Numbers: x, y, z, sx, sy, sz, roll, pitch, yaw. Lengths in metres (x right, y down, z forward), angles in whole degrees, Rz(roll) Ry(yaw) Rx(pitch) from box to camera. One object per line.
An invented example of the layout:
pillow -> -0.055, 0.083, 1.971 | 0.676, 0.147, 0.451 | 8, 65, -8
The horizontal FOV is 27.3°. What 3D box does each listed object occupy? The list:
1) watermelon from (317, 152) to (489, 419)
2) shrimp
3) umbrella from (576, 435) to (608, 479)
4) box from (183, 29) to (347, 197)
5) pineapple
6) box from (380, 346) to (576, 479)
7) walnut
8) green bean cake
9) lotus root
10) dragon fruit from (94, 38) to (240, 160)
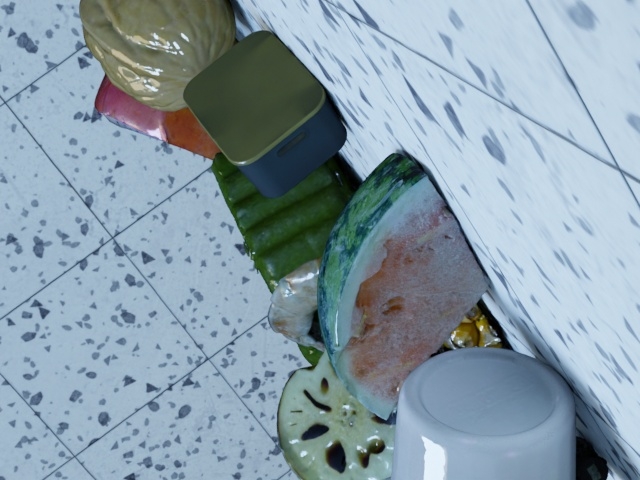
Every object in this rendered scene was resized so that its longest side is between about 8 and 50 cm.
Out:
watermelon -> 0.074, 0.045, 1.398 | 0.176, 0.260, 0.256 | 40, -168, 9
shrimp -> 0.068, 0.105, 1.830 | 0.360, 0.247, 0.085 | 37, -141, -50
umbrella -> 0.280, 0.245, 1.571 | 0.224, 0.080, 0.071 | -154, 62, -78
box -> -0.066, -0.156, 1.643 | 0.090, 0.144, 0.201 | 51, 180, -44
pineapple -> 0.150, 0.082, 1.628 | 0.225, 0.076, 0.225 | 52, 178, 2
box -> 0.150, 0.234, 1.396 | 0.262, 0.291, 0.206 | -54, -31, -56
walnut -> -0.224, -0.304, 1.871 | 0.261, 0.225, 0.225 | 50, 176, 32
green bean cake -> 0.000, 0.000, 2.001 | 0.319, 0.218, 0.335 | 62, 177, 38
lotus root -> 0.123, 0.239, 1.730 | 0.346, 0.250, 0.250 | 5, -138, -54
dragon fruit -> -0.215, -0.247, 2.105 | 0.291, 0.189, 0.290 | 18, -171, -3
